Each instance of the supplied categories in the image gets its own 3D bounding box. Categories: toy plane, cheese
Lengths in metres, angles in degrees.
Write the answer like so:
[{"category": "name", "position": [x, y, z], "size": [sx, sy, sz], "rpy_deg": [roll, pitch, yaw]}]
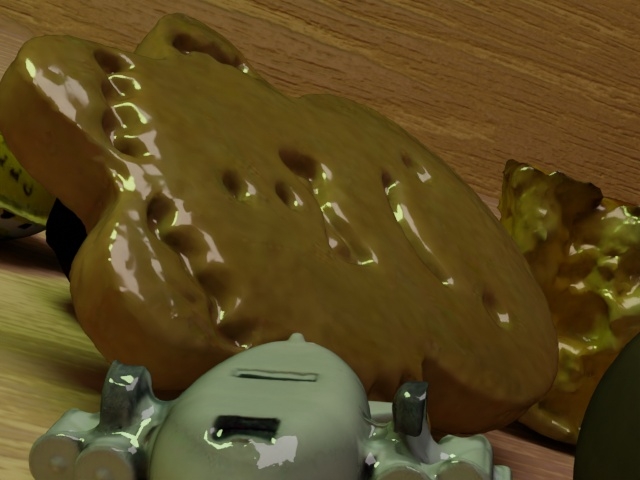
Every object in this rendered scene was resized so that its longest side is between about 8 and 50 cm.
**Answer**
[{"category": "toy plane", "position": [-0.017, 0.080, 0.582], "size": [0.174, 0.080, 0.174], "rpy_deg": [3, 6, 0]}, {"category": "cheese", "position": [-0.177, -0.027, 0.974], "size": [0.250, 0.064, 0.156], "rpy_deg": [29, 6, -16]}]

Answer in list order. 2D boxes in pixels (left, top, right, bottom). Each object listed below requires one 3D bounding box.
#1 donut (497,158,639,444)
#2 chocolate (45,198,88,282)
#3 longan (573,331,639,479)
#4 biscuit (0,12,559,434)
[{"category": "donut", "position": [0.307, 0.098, 1.048], "size": [0.435, 0.164, 0.377], "rpy_deg": [24, 6, 37]}, {"category": "chocolate", "position": [-0.068, -0.003, 0.888], "size": [0.133, 0.124, 0.127], "rpy_deg": [36, -11, -23]}, {"category": "longan", "position": [0.189, 0.115, 0.639], "size": [0.185, 0.159, 0.204], "rpy_deg": [-13, 70, -51]}, {"category": "biscuit", "position": [0.002, -0.002, 0.827], "size": [0.355, 0.052, 0.275], "rpy_deg": [13, 42, -46]}]
